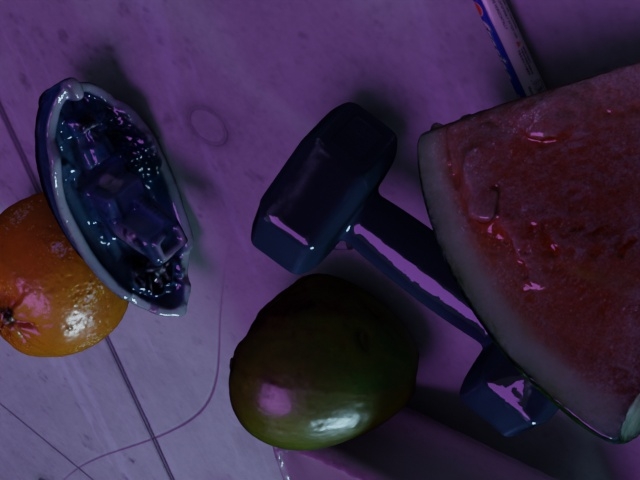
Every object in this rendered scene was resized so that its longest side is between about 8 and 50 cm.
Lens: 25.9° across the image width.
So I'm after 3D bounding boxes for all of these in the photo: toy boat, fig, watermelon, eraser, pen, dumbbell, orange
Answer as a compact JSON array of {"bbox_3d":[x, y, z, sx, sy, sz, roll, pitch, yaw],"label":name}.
[{"bbox_3d":[-0.201,-0.040,1.420,0.142,0.129,0.309,23,144,45],"label":"toy boat"},{"bbox_3d":[0.003,0.125,1.388,0.191,0.181,0.181,8,135,10],"label":"fig"},{"bbox_3d":[0.235,-0.024,1.075,0.283,0.292,0.250,52,-179,9],"label":"watermelon"},{"bbox_3d":[0.122,0.313,1.442,0.359,0.122,0.272,21,141,46],"label":"eraser"},{"bbox_3d":[0.137,-0.174,1.086,0.025,0.025,0.204,-5,124,43],"label":"pen"},{"bbox_3d":[0.097,0.027,1.216,0.316,0.143,0.156,37,100,3],"label":"dumbbell"},{"bbox_3d":[-0.308,0.044,1.572,0.193,0.161,0.193,30,138,31],"label":"orange"}]

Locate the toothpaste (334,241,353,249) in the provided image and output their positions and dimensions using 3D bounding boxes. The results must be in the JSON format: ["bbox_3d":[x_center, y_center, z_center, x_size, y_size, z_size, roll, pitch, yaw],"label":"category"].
[{"bbox_3d":[0.000,0.000,1.390,0.083,0.015,0.024,3,131,46],"label":"toothpaste"}]
